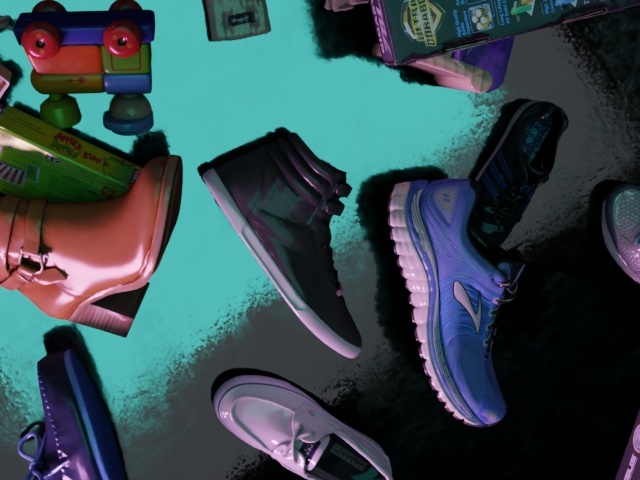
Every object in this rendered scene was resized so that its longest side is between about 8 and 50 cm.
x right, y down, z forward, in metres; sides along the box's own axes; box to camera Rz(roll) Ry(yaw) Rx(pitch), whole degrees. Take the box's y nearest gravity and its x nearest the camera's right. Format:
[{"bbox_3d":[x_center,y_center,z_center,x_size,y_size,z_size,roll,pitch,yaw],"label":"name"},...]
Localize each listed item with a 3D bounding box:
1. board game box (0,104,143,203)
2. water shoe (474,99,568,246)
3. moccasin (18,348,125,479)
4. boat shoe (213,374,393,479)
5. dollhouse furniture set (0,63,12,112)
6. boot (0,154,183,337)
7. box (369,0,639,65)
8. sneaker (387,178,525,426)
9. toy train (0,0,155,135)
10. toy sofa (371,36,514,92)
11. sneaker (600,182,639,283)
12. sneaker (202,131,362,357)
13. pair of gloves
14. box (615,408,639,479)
[{"bbox_3d":[-0.295,-0.073,1.193,0.181,0.043,0.092,26,129,-15],"label":"board game box"},{"bbox_3d":[0.245,-0.081,1.304,0.072,0.080,0.203,19,97,-14],"label":"water shoe"},{"bbox_3d":[-0.298,0.303,1.241,0.116,0.138,0.342,-13,102,-4],"label":"moccasin"},{"bbox_3d":[-0.015,0.252,1.313,0.258,0.084,0.095,25,95,-15],"label":"boat shoe"},{"bbox_3d":[-0.398,-0.157,1.128,0.091,0.114,0.081,39,55,-16],"label":"dollhouse furniture set"},{"bbox_3d":[-0.281,-0.020,1.154,0.220,0.109,0.283,23,137,-8],"label":"boot"},{"bbox_3d":[0.179,-0.360,1.088,0.293,0.073,0.296,-15,102,-4],"label":"box"},{"bbox_3d":[0.188,0.077,1.282,0.147,0.130,0.330,-13,104,13],"label":"sneaker"},{"bbox_3d":[-0.309,-0.190,1.171,0.247,0.105,0.143,-3,118,-6],"label":"toy train"},{"bbox_3d":[0.204,-0.355,1.207,0.177,0.150,0.363,16,97,-13],"label":"toy sofa"},{"bbox_3d":[0.467,0.042,1.323,0.110,0.122,0.283,-32,82,0],"label":"sneaker"},{"bbox_3d":[0.000,0.000,1.256,0.146,0.104,0.296,-35,101,2],"label":"sneaker"},{"bbox_3d":[-0.041,-0.357,1.214,0.240,0.042,0.204,-18,107,-6],"label":"pair of gloves"},{"bbox_3d":[0.555,0.254,1.444,0.216,0.060,0.270,14,97,-13],"label":"box"}]
